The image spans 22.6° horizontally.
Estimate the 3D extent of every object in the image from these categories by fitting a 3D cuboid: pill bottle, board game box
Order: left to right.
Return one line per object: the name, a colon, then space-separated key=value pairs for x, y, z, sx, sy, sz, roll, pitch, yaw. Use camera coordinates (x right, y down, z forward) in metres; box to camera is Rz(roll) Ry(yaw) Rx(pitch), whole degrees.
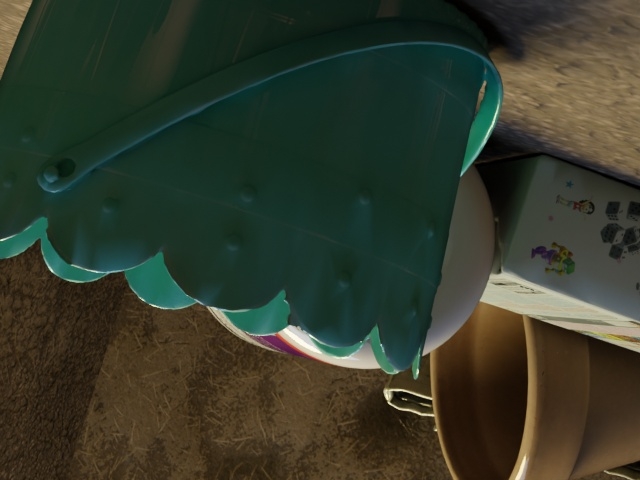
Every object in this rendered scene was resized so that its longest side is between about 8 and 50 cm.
pill bottle: x=0.000 y=0.000 z=1.222 sx=0.182 sy=0.181 sz=0.323 roll=18 pitch=175 yaw=-13
board game box: x=0.249 y=0.031 z=1.236 sx=0.303 sy=0.097 sz=0.224 roll=19 pitch=175 yaw=-13

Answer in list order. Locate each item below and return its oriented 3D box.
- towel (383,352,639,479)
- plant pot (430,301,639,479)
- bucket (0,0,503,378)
towel: x=0.245 y=0.139 z=1.724 sx=0.312 sy=0.056 sz=0.324 roll=16 pitch=-151 yaw=11
plant pot: x=0.249 y=0.119 z=1.495 sx=0.229 sy=0.263 sz=0.263 roll=1 pitch=179 yaw=-16
bucket: x=-0.047 y=-0.049 z=0.851 sx=0.281 sy=0.183 sz=0.281 roll=16 pitch=175 yaw=1
